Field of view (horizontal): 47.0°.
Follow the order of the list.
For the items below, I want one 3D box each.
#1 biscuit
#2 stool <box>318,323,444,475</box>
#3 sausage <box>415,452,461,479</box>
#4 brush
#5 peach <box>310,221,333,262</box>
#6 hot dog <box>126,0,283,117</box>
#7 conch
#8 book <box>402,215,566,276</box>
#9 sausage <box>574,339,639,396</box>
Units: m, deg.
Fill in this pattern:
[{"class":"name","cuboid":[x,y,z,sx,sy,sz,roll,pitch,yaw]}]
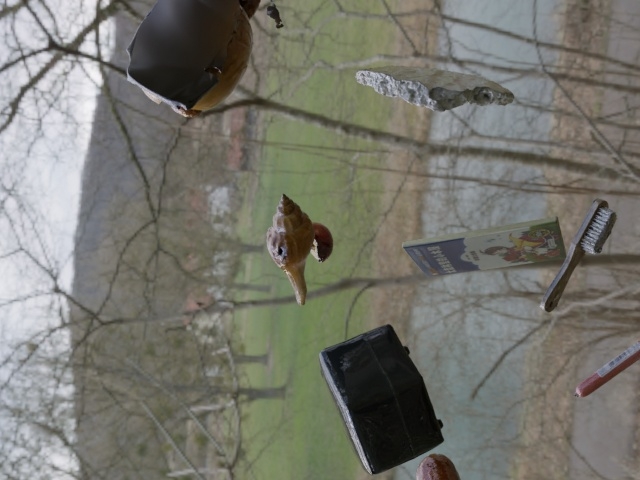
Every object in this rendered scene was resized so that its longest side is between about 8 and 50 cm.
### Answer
[{"class":"biscuit","cuboid":[0.190,-0.258,1.229,0.188,0.265,0.040,-81,-2,-63]},{"class":"stool","cuboid":[0.093,0.252,1.175,0.232,0.141,0.232,158,90,-84]},{"class":"sausage","cuboid":[0.256,0.569,1.479,0.330,0.102,0.102,-96,12,-54]},{"class":"brush","cuboid":[0.674,0.047,1.909,0.065,0.070,0.328,31,92,45]},{"class":"peach","cuboid":[-0.001,-0.001,1.695,0.098,0.061,0.098,58,165,25]},{"class":"hot dog","cuboid":[-0.166,-0.291,1.121,0.326,0.194,0.107,-54,-18,-31]},{"class":"conch","cuboid":[-0.066,0.031,1.605,0.093,0.109,0.330,-66,-21,-50]},{"class":"book","cuboid":[0.362,0.023,1.605,0.228,0.322,0.018,43,-139,-59]},{"class":"sausage","cuboid":[0.592,0.243,1.454,0.223,0.029,0.029,-41,20,16]}]
